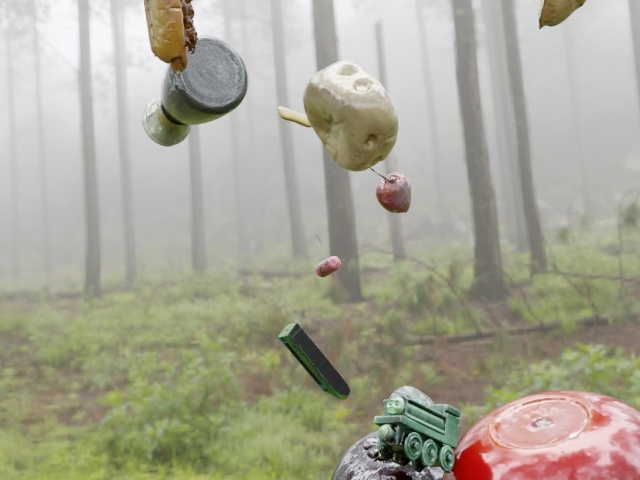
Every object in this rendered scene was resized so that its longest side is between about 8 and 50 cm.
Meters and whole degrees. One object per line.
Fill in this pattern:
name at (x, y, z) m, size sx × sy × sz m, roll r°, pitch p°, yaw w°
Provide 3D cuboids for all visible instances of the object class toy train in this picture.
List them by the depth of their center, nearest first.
toy train at (0.147, 0.289, 1.417) m, size 0.071 × 0.111 × 0.170 m, roll -12°, pitch -31°, yaw 38°
toy train at (-0.013, 0.273, 2.064) m, size 0.042 × 0.209 × 0.044 m, roll -18°, pitch 26°, yaw 48°

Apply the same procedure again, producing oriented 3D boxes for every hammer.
hammer at (0.019, 0.066, 2.365) m, size 0.043 × 0.043 × 0.083 m, roll 0°, pitch -18°, yaw -30°

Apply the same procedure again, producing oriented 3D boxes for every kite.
kite at (0.002, 0.004, 2.069) m, size 0.002 × 0.044 × 0.078 m, roll -29°, pitch -49°, yaw 6°

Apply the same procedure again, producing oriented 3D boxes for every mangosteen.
mangosteen at (0.209, 0.656, 2.234) m, size 0.382 × 0.435 × 0.382 m, roll -17°, pitch 20°, yaw 6°

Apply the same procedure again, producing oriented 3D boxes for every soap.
soap at (-0.053, -0.259, 1.962) m, size 0.089 × 0.034 × 0.012 m, roll 16°, pitch -38°, yaw -31°

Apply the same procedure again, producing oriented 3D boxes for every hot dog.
hot dog at (-0.229, -0.372, 1.407) m, size 0.076 × 0.249 × 0.102 m, roll -8°, pitch 8°, yaw -3°

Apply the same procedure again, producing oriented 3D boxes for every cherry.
cherry at (0.182, -0.168, 2.555) m, size 0.107 × 0.225 × 0.090 m, roll -40°, pitch 25°, yaw -24°

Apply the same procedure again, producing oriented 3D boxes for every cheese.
cheese at (0.059, -0.236, 1.825) m, size 0.117 × 0.218 × 0.235 m, roll -28°, pitch 22°, yaw -18°

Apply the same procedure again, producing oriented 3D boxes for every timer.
timer at (0.372, 0.397, 1.444) m, size 0.378 × 0.279 × 0.378 m, roll -19°, pitch 16°, yaw 6°

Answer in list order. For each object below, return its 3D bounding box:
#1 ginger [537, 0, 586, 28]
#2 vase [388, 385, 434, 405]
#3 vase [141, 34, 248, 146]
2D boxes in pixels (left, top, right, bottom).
ginger at (0.570, -0.613, 2.025) m, size 0.190 × 0.354 × 0.126 m, roll 37°, pitch 8°, yaw 7°
vase at (0.207, 0.351, 1.888) m, size 0.086 × 0.086 × 0.214 m, roll -2°, pitch 0°, yaw -14°
vase at (-0.294, -0.315, 2.064) m, size 0.173 × 0.173 × 0.321 m, roll -1°, pitch -11°, yaw -27°
